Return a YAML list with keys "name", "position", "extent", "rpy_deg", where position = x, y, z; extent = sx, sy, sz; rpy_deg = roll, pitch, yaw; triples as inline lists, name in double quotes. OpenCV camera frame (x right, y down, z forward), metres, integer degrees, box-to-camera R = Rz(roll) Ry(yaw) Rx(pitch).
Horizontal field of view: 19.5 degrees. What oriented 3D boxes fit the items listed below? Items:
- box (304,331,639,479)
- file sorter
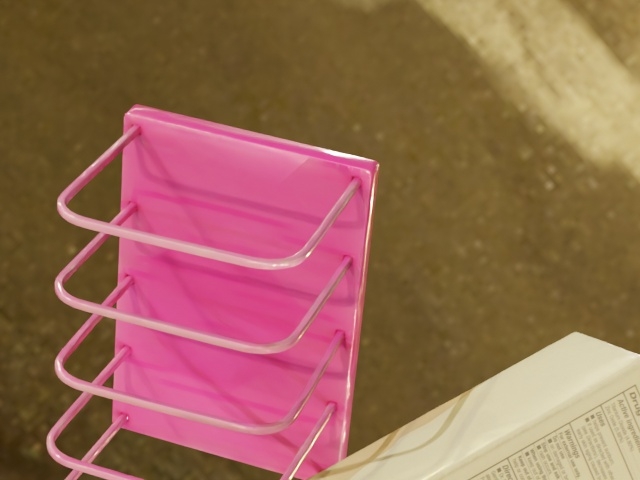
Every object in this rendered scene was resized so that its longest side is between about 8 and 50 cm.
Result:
- name: "box"
  position: [0.103, 0.203, 1.321]
  extent: [0.148, 0.311, 0.121]
  rpy_deg: [67, -13, -14]
- name: "file sorter"
  position: [-0.092, 0.082, 1.411]
  extent: [0.202, 0.291, 0.182]
  rpy_deg: [14, 29, 15]
